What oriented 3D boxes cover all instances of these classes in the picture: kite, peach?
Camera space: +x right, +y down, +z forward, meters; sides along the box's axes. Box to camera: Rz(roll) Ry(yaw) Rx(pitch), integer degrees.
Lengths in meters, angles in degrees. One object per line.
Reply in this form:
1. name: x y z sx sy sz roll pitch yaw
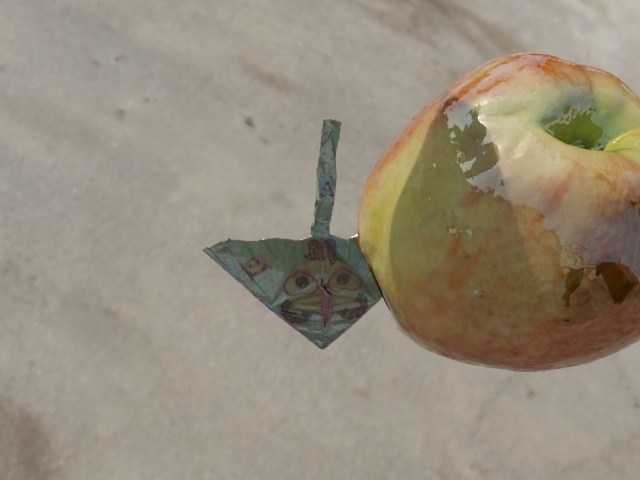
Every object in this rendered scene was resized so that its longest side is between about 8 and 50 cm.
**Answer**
1. kite: 0.000 -0.001 1.294 0.229 0.250 0.012 -1 25 -5
2. peach: 0.138 -0.005 0.976 0.232 0.256 0.232 18 44 -18
